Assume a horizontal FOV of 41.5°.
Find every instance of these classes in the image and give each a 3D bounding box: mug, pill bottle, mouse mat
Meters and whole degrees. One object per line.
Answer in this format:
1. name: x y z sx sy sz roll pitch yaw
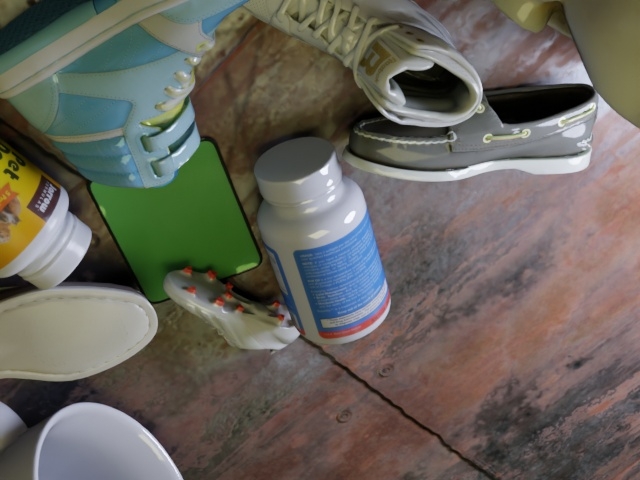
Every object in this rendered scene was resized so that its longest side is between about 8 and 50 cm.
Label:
1. mug: -0.384 0.355 1.024 0.328 0.276 0.374 -33 94 16
2. pill bottle: 0.000 0.000 0.958 0.124 0.124 0.221 -19 125 -3
3. pill bottle: -0.339 -0.042 0.847 0.117 0.117 0.215 -40 123 12
4. mouse mat: -0.163 -0.018 0.975 0.153 0.007 0.189 -20 124 -1

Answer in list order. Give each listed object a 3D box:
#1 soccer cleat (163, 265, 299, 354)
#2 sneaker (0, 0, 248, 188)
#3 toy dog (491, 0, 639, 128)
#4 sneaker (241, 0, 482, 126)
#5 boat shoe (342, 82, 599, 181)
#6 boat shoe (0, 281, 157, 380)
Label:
1. soccer cleat: -0.110 0.093 1.020 0.196 0.068 0.076 24 119 -33
2. sneaker: -0.140 -0.164 0.805 0.319 0.127 0.208 -19 128 21
3. toy dog: 0.351 -0.313 0.703 0.285 0.395 0.408 27 121 -18
4. sneaker: 0.030 -0.209 0.808 0.293 0.169 0.108 21 116 -23
5. boat shoe: 0.171 -0.126 0.936 0.305 0.109 0.091 -5 122 -19
6. boat shoe: -0.347 0.103 0.950 0.324 0.096 0.116 -14 113 -7
